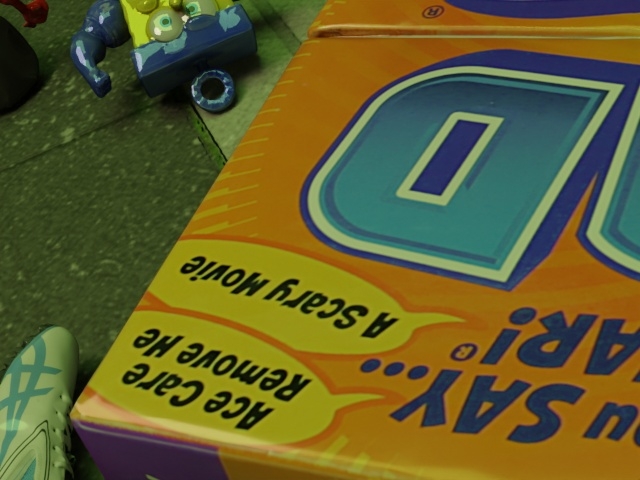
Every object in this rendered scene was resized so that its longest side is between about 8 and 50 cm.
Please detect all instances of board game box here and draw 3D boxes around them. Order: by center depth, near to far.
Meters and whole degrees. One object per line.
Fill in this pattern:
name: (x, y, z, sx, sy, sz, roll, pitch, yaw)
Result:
board game box: (0.195, 0.067, 0.503, 0.357, 0.356, 0.356, 6, 46, 26)

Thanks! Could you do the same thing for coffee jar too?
coffee jar: (-0.351, -0.193, 1.275, 0.079, 0.096, 0.184, -49, 46, -11)

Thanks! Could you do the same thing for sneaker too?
sneaker: (-0.190, 0.155, 0.869, 0.086, 0.085, 0.237, 8, 44, 0)

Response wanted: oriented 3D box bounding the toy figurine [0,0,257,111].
toy figurine: (-0.101, -0.210, 1.173, 0.363, 0.191, 0.217, -23, 72, -5)
